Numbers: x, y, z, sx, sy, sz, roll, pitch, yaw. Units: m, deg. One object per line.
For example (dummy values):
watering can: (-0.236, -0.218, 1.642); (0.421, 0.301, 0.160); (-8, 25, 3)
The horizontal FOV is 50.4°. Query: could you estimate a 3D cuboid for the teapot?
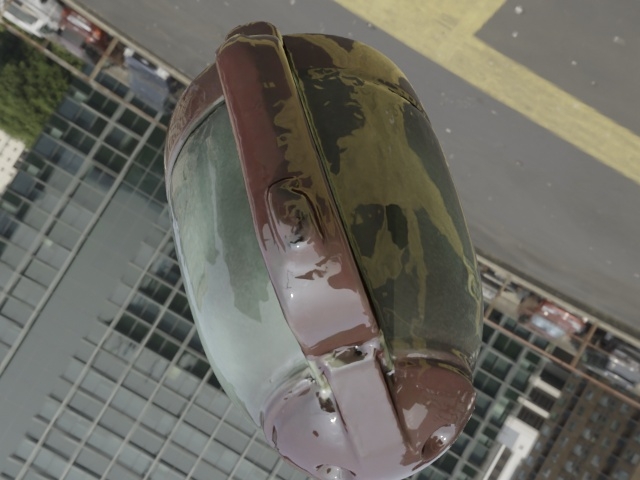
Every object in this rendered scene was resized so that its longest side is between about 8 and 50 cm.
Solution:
teapot: (0.000, 0.000, 0.484); (0.315, 0.233, 0.312); (68, -176, -50)
